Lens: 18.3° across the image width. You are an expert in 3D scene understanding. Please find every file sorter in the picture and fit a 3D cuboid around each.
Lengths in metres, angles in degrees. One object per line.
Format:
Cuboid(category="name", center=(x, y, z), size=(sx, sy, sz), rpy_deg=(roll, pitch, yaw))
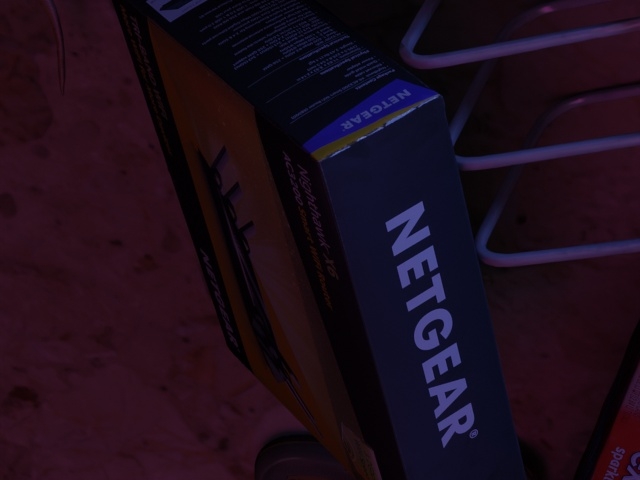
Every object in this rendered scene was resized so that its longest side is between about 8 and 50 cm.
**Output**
Cuboid(category="file sorter", center=(0.136, -0.149, 1.054), size=(0.173, 0.193, 0.278), rpy_deg=(-7, 122, 29))

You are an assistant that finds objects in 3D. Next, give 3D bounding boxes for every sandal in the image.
Cuboid(category="sandal", center=(0.050, 0.182, 1.410), size=(0.219, 0.060, 0.090), rpy_deg=(4, 126, 19))

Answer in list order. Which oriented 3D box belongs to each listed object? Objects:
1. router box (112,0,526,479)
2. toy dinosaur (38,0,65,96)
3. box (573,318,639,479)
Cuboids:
Cuboid(category="router box", center=(0.000, 0.000, 1.173), size=(0.243, 0.081, 0.309), rpy_deg=(41, 155, 46))
Cuboid(category="toy dinosaur", center=(-0.215, -0.201, 1.246), size=(0.211, 0.064, 0.112), rpy_deg=(38, 148, 3))
Cuboid(category="box", center=(0.239, 0.136, 1.263), size=(0.128, 0.122, 0.257), rpy_deg=(20, 129, 5))
